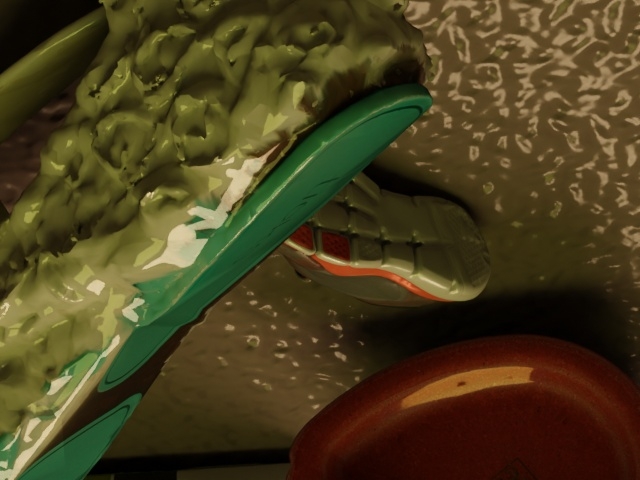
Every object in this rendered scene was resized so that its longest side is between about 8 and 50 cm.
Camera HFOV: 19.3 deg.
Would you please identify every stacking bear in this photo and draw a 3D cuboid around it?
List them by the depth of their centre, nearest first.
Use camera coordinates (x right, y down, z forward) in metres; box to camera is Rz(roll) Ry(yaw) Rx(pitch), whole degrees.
[{"bbox_3d":[0.115,0.173,0.991,0.164,0.175,0.289,-38,152,-6],"label":"stacking bear"}]

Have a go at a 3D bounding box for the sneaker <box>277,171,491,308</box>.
[{"bbox_3d":[0.000,0.000,0.826,0.158,0.061,0.065,25,143,-30],"label":"sneaker"}]

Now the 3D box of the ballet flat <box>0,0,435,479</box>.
[{"bbox_3d":[-0.116,0.026,0.750,0.147,0.147,0.409,26,118,-33],"label":"ballet flat"}]

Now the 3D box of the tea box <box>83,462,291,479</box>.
[{"bbox_3d":[-0.142,0.305,1.097,0.323,0.220,0.329,-4,144,3],"label":"tea box"}]
